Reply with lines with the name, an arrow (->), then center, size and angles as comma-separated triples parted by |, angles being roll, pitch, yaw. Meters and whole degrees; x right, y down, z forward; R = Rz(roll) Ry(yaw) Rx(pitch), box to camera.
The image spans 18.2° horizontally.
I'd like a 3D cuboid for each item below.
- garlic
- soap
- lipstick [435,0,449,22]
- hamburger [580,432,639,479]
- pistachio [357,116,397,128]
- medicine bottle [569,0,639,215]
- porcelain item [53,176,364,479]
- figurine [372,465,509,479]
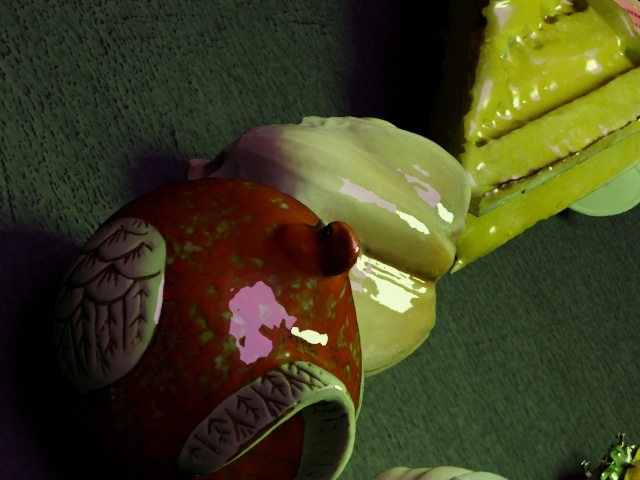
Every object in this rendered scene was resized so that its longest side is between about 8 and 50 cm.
garlic -> 0.000, 0.000, 1.565 | 0.228, 0.110, 0.217 | 17, 77, -10
soap -> 0.138, -0.159, 1.910 | 0.338, 0.169, 0.304 | -27, 66, -40
lipstick -> 0.154, -0.241, 2.111 | 0.234, 0.053, 0.053 | 62, 31, -3
hamburger -> 0.307, 0.276, 1.868 | 0.190, 0.093, 0.164 | 60, 33, 2
pistachio -> 0.047, -0.012, 1.700 | 0.145, 0.117, 0.201 | 8, 58, -37
medicine bottle -> 0.299, -0.148, 2.153 | 0.147, 0.147, 0.247 | 38, 38, -32
porcelain item -> -0.054, 0.063, 1.382 | 0.253, 0.253, 0.253 | 35, 40, -35
figurine -> 0.128, 0.323, 1.460 | 0.361, 0.211, 0.253 | 55, 32, -12
